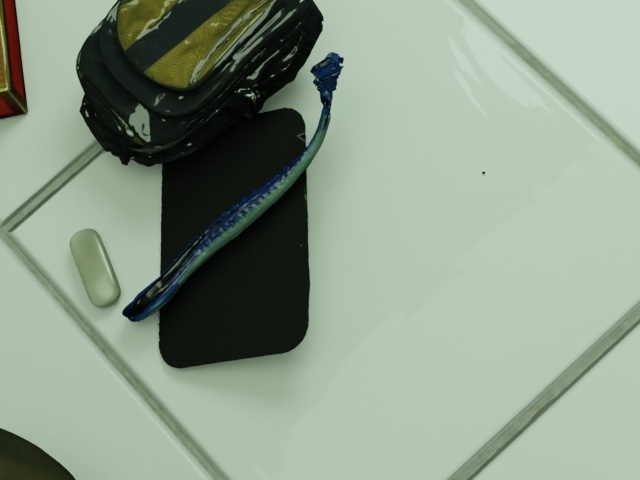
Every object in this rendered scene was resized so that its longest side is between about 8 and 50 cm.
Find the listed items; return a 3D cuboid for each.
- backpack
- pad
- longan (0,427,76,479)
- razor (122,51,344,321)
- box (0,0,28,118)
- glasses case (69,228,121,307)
[{"bbox_3d":[-0.127,-0.187,1.706,0.258,0.133,0.206,-42,62,-2],"label":"backpack"},{"bbox_3d":[-0.004,-0.008,1.666,0.323,0.055,0.250,-3,70,8],"label":"pad"},{"bbox_3d":[-0.329,0.288,1.512,0.300,0.300,0.243,-20,42,2],"label":"longan"},{"bbox_3d":[-0.072,-0.039,1.653,0.056,0.093,0.324,39,98,-3],"label":"razor"},{"bbox_3d":[-0.395,-0.234,1.805,0.153,0.074,0.239,-13,71,9],"label":"box"},{"bbox_3d":[-0.221,0.027,1.709,0.032,0.021,0.083,-24,69,0],"label":"glasses case"}]
